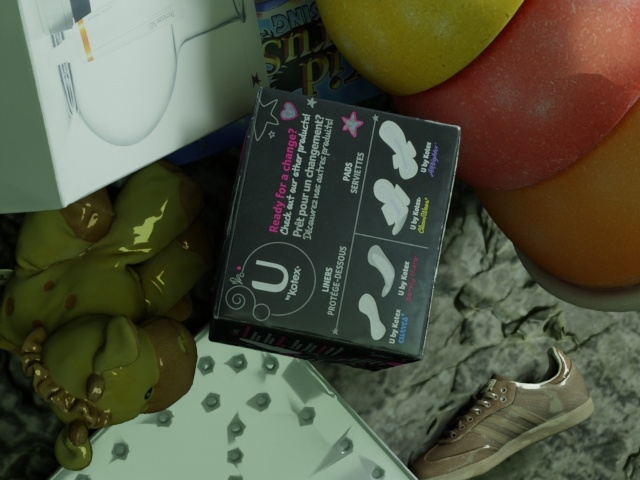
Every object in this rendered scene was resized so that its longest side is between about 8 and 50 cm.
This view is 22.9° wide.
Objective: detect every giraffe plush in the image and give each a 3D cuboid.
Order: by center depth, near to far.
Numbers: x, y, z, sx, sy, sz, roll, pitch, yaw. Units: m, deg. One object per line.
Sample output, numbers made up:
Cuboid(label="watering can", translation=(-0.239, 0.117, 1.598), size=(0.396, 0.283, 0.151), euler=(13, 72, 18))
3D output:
Cuboid(label="giraffe plush", translation=(-0.157, 0.062, 1.149), size=(0.210, 0.170, 0.181), euler=(-20, 136, -13))

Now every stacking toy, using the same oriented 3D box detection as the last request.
Cuboid(label="stacking toy", translation=(0.115, -0.183, 1.112), size=(0.480, 0.350, 0.350), euler=(26, 92, -30))

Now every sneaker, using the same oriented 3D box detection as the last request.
Cuboid(label="sneaker", translation=(0.148, 0.157, 1.393), size=(0.188, 0.066, 0.071), euler=(-23, 91, -19))

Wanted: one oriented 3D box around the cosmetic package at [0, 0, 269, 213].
Cuboid(label="cosmetic package", translation=(-0.160, -0.234, 0.997), size=(0.097, 0.284, 0.377), euler=(-4, 106, 24))

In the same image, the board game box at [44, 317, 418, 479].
Cuboid(label="board game box", translation=(-0.081, 0.312, 1.299), size=(0.390, 0.050, 0.390), euler=(-45, 106, -10))

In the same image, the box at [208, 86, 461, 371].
Cuboid(label="box", translation=(0.000, 0.000, 1.127), size=(0.142, 0.247, 0.163), euler=(11, 83, -4))

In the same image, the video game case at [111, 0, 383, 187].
Cuboid(label="video game case", translation=(-0.074, -0.199, 1.212), size=(0.269, 0.061, 0.244), euler=(-21, 110, -16))
